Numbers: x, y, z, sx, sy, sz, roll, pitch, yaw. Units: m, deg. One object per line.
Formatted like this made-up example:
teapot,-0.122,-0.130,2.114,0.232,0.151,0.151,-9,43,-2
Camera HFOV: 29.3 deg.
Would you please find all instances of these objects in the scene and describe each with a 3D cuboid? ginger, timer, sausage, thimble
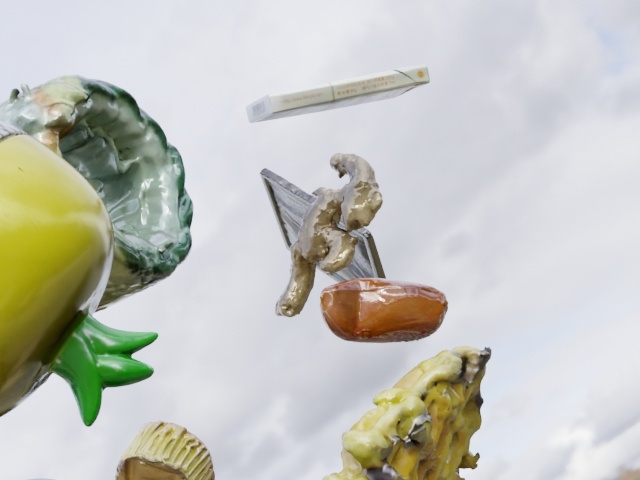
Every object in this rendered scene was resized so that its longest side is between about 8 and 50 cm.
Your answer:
ginger,0.007,0.002,1.722,0.065,0.149,0.259,24,-84,-27
timer,-0.264,0.054,1.043,0.285,0.285,0.285,-29,-20,-12
sausage,0.079,0.091,1.584,0.179,0.089,0.089,4,-33,-17
thimble,-0.276,-0.055,1.368,0.167,0.254,0.288,-23,-30,21

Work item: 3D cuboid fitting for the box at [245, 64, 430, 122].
box,0.022,-0.192,1.615,0.220,0.032,0.122,-12,1,-18

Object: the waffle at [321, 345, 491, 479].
waffle,0.089,0.313,1.410,0.382,0.095,0.380,-31,-46,-55

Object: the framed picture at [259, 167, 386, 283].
framed picture,0.010,0.000,1.982,0.018,0.265,0.192,-39,-43,-21

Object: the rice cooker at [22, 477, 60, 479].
rice cooker,-0.436,0.511,1.833,0.316,0.264,0.317,-12,12,3

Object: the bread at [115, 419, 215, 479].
bread,-0.220,0.354,1.758,0.114,0.132,0.191,-55,-25,-50
